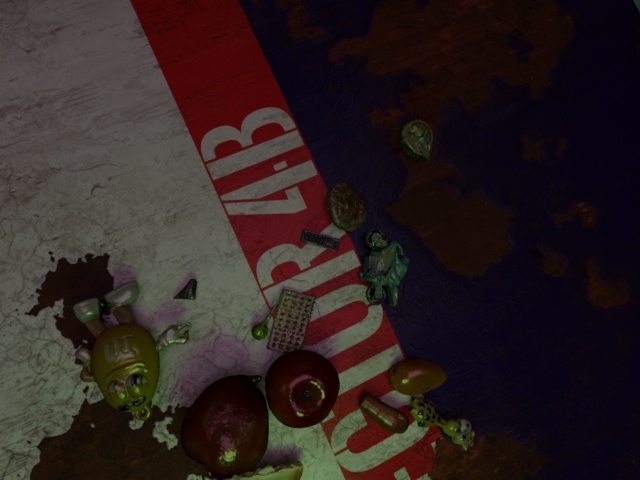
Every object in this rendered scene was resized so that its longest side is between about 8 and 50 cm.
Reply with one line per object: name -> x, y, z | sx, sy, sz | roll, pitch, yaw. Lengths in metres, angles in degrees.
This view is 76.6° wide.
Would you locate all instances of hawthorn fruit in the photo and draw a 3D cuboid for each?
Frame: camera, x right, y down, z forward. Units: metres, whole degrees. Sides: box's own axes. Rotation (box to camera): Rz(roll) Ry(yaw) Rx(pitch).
hawthorn fruit -> -0.309, 0.603, 1.327 | 0.296, 0.295, 0.310 | -3, 86, -9

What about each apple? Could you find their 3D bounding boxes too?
apple -> -0.059, 0.510, 1.401 | 0.261, 0.216, 0.260 | 2, 81, -12

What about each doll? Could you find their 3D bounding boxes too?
doll -> -0.652, 0.348, 1.371 | 0.423, 0.161, 0.348 | 35, 74, 3
doll -> 0.457, 0.682, 1.519 | 0.291, 0.086, 0.117 | 31, 59, -3

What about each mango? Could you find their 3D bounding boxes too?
mango -> 0.370, 0.514, 1.521 | 0.218, 0.102, 0.140 | 1, 88, -6

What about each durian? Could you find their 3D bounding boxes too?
durian -> 0.400, -0.404, 1.665 | 0.146, 0.102, 0.208 | -43, 113, -9

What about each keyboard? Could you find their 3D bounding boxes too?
keyboard -> 0.000, 0.000, 1.585 | 0.155, 0.010, 0.053 | 15, 79, -6

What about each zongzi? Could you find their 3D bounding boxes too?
zongzi -> -0.494, 0.177, 1.479 | 0.084, 0.040, 0.075 | 1, 75, 9

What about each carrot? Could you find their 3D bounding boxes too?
carrot -> 0.231, 0.642, 1.494 | 0.194, 0.087, 0.087 | 28, 79, -2

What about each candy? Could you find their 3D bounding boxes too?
candy -> -0.189, 0.277, 1.498 | 0.062, 0.058, 0.193 | 42, 72, -42

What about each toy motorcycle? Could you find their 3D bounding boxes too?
toy motorcycle -> 0.251, 0.106, 1.569 | 0.199, 0.109, 0.296 | 9, 79, -17

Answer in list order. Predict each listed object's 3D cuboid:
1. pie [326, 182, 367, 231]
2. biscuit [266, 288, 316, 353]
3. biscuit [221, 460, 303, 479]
pie -> 0.101, -0.128, 1.586 | 0.163, 0.079, 0.193 | -6, 83, -17
biscuit -> -0.108, 0.308, 1.523 | 0.139, 0.016, 0.231 | 15, 80, -6
biscuit -> -0.215, 0.851, 1.370 | 0.309, 0.040, 0.204 | 0, 111, -26
